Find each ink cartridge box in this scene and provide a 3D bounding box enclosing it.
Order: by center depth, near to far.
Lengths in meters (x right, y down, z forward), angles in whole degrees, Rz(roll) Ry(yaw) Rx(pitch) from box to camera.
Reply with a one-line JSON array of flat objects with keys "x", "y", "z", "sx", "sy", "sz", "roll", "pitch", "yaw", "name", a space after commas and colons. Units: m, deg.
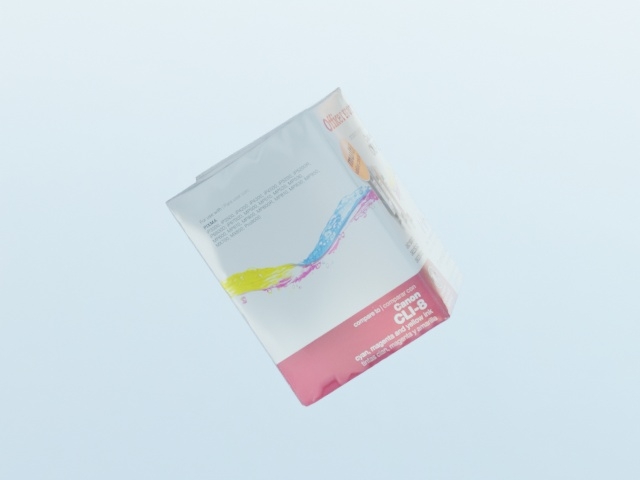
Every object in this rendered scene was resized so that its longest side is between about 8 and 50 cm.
[{"x": 0.000, "y": 0.000, "z": 1.123, "sx": 0.127, "sy": 0.176, "sz": 0.128, "roll": -33, "pitch": -175, "yaw": 16, "name": "ink cartridge box"}]
